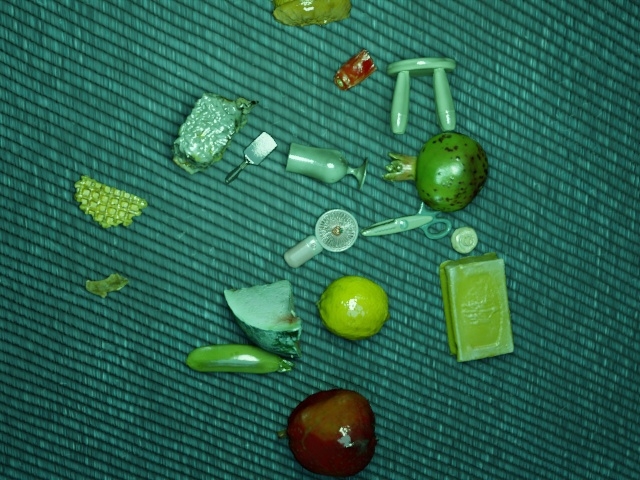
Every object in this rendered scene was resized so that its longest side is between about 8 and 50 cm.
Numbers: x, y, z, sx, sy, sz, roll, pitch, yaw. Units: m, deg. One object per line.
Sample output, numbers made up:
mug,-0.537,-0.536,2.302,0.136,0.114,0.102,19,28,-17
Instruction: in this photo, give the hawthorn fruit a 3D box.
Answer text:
hawthorn fruit,0.021,0.586,1.778,0.306,0.265,0.266,-11,101,7

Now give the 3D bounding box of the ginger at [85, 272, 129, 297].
ginger,-0.630,0.131,1.740,0.137,0.044,0.058,-16,130,4

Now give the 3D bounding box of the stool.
stool,0.284,-0.401,1.647,0.195,0.195,0.199,-1,96,9

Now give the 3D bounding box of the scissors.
scissors,0.261,-0.052,1.790,0.288,0.041,0.138,-12,105,-4

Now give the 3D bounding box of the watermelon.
watermelon,-0.112,0.234,1.740,0.289,0.319,0.214,46,65,-41

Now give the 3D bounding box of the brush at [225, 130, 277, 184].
brush,-0.212,-0.237,1.726,0.193,0.016,0.063,-43,100,2

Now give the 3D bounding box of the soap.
soap,0.491,0.209,1.835,0.199,0.091,0.315,-9,101,-5

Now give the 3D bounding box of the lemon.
lemon,0.099,0.199,1.744,0.230,0.192,0.193,11,99,-9

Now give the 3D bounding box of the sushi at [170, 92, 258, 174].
sushi,-0.303,-0.308,1.620,0.139,0.184,0.274,34,94,-11

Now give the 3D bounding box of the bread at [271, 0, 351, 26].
bread,-0.026,-0.677,1.612,0.228,0.139,0.143,-10,93,-5

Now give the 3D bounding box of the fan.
fan,0.000,0.000,1.759,0.244,0.074,0.130,-35,102,2

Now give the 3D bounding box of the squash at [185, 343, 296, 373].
squash,-0.242,0.362,1.794,0.340,0.094,0.095,3,100,-3

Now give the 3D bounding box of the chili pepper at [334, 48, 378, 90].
chili pepper,0.095,-0.489,1.686,0.123,0.073,0.070,-38,59,0

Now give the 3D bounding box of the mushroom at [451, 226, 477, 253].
mushroom,0.445,-0.002,1.803,0.083,0.067,0.084,0,93,-6

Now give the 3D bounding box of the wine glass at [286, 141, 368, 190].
wine glass,0.017,-0.219,1.707,0.230,0.103,0.103,12,99,-5

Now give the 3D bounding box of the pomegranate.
pomegranate,0.338,-0.213,1.679,0.285,0.231,0.231,24,97,-4

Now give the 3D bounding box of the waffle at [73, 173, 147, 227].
waffle,-0.614,-0.121,1.694,0.160,0.046,0.192,-36,101,4
